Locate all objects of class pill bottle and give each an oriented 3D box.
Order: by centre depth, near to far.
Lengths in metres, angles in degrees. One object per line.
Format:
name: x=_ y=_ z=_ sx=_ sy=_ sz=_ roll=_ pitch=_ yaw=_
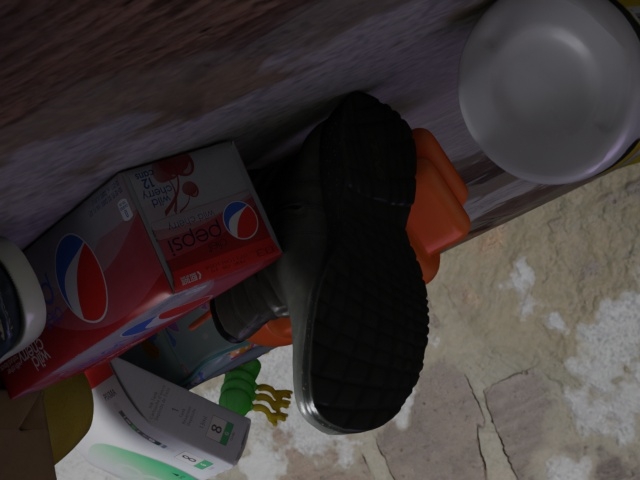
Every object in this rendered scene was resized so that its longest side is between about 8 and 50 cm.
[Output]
pill bottle: x=0.182 y=-0.105 z=1.050 sx=0.119 sy=0.119 sz=0.208 roll=-28 pitch=173 yaw=33

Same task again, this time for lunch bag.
lunch bag: x=-0.092 y=0.068 z=1.598 sx=0.224 sy=0.107 sz=0.279 roll=-25 pitch=177 yaw=-33

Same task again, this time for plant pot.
plant pot: x=-0.248 y=0.141 z=1.406 sx=0.095 sy=0.134 sz=0.134 roll=-6 pitch=164 yaw=-42

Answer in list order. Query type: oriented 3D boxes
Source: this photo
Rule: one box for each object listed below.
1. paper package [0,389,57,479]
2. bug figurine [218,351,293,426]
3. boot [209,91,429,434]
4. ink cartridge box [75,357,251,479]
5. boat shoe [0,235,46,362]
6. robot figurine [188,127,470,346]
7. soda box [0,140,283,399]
paper package: x=-0.393 y=0.237 z=1.272 sx=0.309 sy=0.168 sz=0.325 roll=2 pitch=160 yaw=-40
bug figurine: x=-0.028 y=0.095 z=1.784 sx=0.279 sy=0.072 sz=0.216 roll=-21 pitch=-144 yaw=22
boot: x=-0.011 y=0.035 z=1.081 sx=0.083 sy=0.246 sz=0.161 roll=26 pitch=140 yaw=-28
ink cartridge box: x=-0.198 y=0.156 z=1.521 sx=0.225 sy=0.056 sz=0.181 roll=25 pitch=154 yaw=-17
boat shoe: x=-0.251 y=0.078 z=1.071 sx=0.079 sy=0.095 sz=0.254 roll=-22 pitch=173 yaw=-35
robot figurine: x=0.000 y=0.001 z=1.235 sx=0.219 sy=0.158 sz=0.128 roll=-26 pitch=158 yaw=19
soda box: x=-0.137 y=0.025 z=1.115 sx=0.092 sy=0.083 sz=0.263 roll=-20 pitch=173 yaw=-36
